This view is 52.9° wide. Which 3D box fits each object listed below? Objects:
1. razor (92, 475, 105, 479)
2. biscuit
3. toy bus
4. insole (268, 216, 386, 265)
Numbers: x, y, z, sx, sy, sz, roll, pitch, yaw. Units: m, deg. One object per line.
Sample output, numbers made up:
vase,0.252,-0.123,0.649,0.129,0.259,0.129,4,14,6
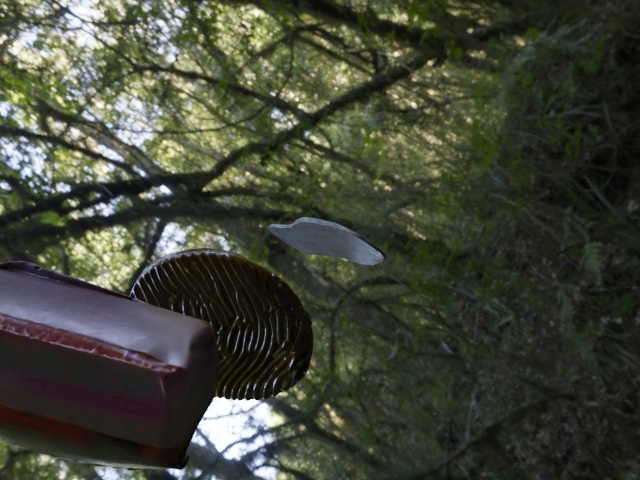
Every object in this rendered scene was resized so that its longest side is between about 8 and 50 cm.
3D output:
razor,-0.280,0.441,0.969,0.036,0.211,0.084,-41,-22,-4
biscuit,-0.165,0.148,1.053,0.040,0.318,0.317,-69,-6,-55
toy bus,-0.255,0.124,0.645,0.127,0.303,0.147,-62,-14,-65
insole,0.000,0.000,0.558,0.065,0.193,0.006,35,-102,-19
